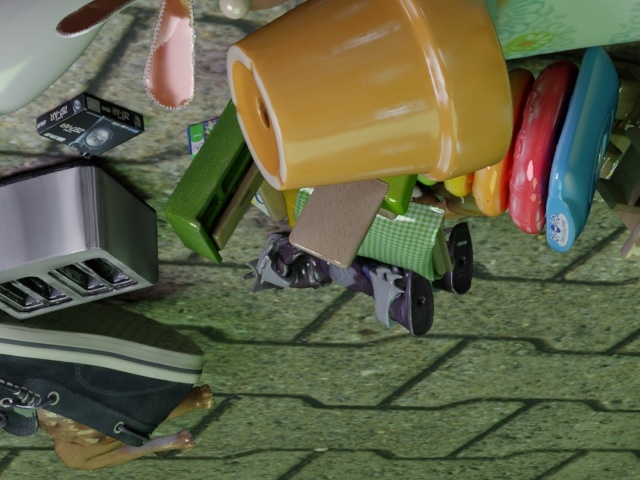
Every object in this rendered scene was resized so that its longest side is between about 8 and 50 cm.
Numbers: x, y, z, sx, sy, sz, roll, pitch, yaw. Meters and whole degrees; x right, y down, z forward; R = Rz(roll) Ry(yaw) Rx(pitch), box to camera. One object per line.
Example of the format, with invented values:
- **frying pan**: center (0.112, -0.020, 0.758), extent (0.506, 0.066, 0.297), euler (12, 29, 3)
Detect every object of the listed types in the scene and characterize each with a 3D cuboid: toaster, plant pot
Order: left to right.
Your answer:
- **toaster**: center (-0.272, -0.003, 1.971), extent (0.168, 0.110, 0.186), euler (-15, 156, 15)
- **plant pot**: center (0.031, -0.130, 1.585), extent (0.188, 0.205, 0.205), euler (-20, 161, -15)

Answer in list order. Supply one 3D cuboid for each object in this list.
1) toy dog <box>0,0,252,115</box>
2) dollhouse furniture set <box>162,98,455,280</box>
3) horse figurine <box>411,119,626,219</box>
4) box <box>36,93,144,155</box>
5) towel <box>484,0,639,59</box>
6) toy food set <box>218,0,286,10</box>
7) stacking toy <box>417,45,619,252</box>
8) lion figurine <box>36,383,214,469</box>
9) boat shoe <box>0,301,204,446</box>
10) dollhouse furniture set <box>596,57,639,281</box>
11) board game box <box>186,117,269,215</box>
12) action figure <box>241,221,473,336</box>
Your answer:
- **toy dog**: center (-0.201, -0.161, 1.547), extent (0.334, 0.161, 0.220), euler (-24, 153, 34)
- **dollhouse furniture set**: center (0.000, 0.000, 1.821), extent (0.198, 0.151, 0.301), euler (24, 166, 17)
- **horse figurine**: center (0.208, -0.073, 2.029), extent (0.263, 0.066, 0.174), euler (-10, 150, 12)
- **box**: center (-0.223, -0.112, 1.843), extent (0.067, 0.018, 0.083), euler (-24, 153, 32)
- **towel**: center (0.271, -0.266, 1.554), extent (0.321, 0.090, 0.374), euler (-5, 158, -5)
- **toy food set**: center (-0.057, -0.223, 1.632), extent (0.083, 0.020, 0.082), euler (9, 152, -37)
- **stacking toy**: center (0.116, -0.109, 1.786), extent (0.302, 0.165, 0.175), euler (14, 158, 12)
- **lion figurine**: center (-0.282, 0.234, 2.479), extent (0.240, 0.142, 0.392), euler (-16, 153, -19)
- **boat shoe**: center (-0.352, 0.136, 2.128), extent (0.500, 0.187, 0.156), euler (17, 103, -42)
- **dollhouse furniture set**: center (0.377, -0.100, 1.836), extent (0.161, 0.212, 0.242), euler (8, 125, -31)
- **board game box**: center (-0.032, -0.085, 1.952), extent (0.136, 0.035, 0.201), euler (-16, 156, 19)
- **action figure**: center (0.036, 0.021, 2.088), extent (0.185, 0.099, 0.285), euler (-29, -154, -36)
